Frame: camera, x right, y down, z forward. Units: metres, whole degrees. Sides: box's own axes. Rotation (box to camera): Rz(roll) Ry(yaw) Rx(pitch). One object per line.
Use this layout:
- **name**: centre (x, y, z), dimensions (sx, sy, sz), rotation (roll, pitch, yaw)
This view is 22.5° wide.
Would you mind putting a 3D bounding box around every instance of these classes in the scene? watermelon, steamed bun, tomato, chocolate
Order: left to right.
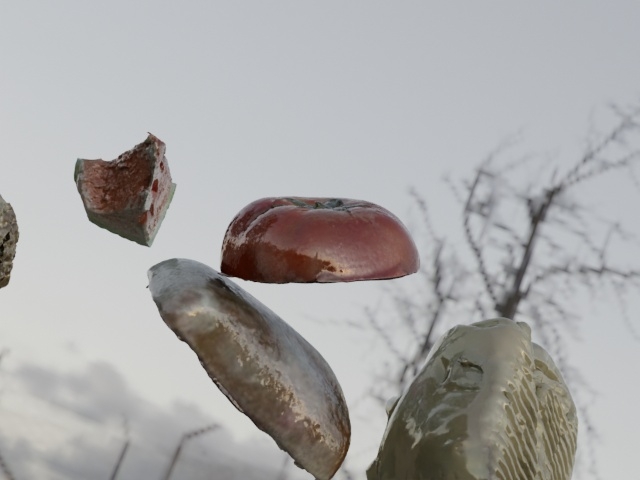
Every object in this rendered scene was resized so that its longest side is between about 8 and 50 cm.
- **watermelon**: centre (-0.213, -0.056, 1.963), dimensions (0.158, 0.098, 0.121), rotation (-18, -32, 42)
- **chocolate**: centre (-0.070, 0.131, 1.784), dimensions (0.303, 0.100, 0.185), rotation (46, 6, -20)
- **tomato**: centre (0.000, -0.003, 1.741), dimensions (0.225, 0.085, 0.225), rotation (2, 5, 0)
- **steamed bun**: centre (0.179, 0.269, 2.022), dimensions (0.219, 0.324, 0.310), rotation (-4, -28, 26)

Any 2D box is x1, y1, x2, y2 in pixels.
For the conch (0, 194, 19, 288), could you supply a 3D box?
- **conch**: centre (-0.419, 0.014, 1.808), dimensions (0.163, 0.178, 0.245), rotation (50, -7, 27)
